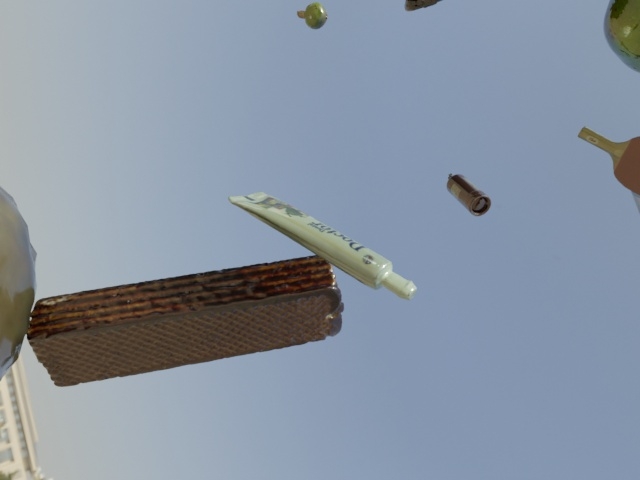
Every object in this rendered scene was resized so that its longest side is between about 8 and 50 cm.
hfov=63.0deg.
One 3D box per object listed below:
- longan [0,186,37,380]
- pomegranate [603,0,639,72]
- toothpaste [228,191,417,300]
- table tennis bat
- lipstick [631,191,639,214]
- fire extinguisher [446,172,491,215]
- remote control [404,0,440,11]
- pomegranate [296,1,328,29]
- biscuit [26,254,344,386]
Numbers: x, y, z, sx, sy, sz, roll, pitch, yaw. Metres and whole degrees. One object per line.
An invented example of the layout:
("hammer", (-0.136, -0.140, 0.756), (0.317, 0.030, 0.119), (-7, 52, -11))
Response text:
("longan", (-0.501, 0.087, 0.471), (0.404, 0.435, 0.404), (166, -90, -81))
("pomegranate", (0.671, -0.405, 0.961), (0.302, 0.236, 0.236), (-97, -156, -50))
("toothpaste", (0.000, 0.000, 0.618), (0.255, 0.067, 0.037), (30, -62, 24))
("table tennis bat", (0.658, -0.170, 1.095), (0.246, 0.022, 0.138), (40, -30, 26))
("lipstick", (0.808, -0.033, 1.226), (0.066, 0.068, 0.317), (-26, -76, 13))
("fire extinguisher", (0.451, -0.146, 1.638), (0.099, 0.071, 0.231), (62, 2, -31))
("remote control", (0.331, -0.643, 1.288), (0.265, 0.090, 0.066), (-17, -57, 14))
("pomegranate", (-0.022, -0.643, 1.504), (0.084, 0.073, 0.073), (-16, -93, 30))
("biscuit", (-0.162, 0.102, 0.684), (0.073, 0.388, 0.107), (-107, -168, -47))
